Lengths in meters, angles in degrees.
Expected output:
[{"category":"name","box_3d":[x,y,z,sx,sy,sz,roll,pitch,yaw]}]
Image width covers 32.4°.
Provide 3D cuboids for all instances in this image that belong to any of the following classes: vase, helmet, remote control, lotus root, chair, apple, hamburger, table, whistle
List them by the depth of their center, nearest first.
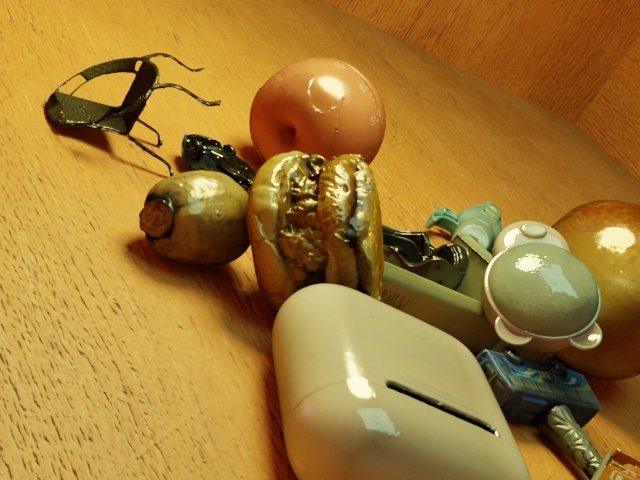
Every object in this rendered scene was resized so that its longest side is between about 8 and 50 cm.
[{"category":"lotus root","box_3d":[-0.146,-0.030,1.457,0.118,0.125,0.221,15,12,36]},{"category":"hamburger","box_3d":[0.000,0.000,1.464,0.163,0.244,0.244,-4,19,7]},{"category":"vase","box_3d":[0.376,0.309,1.548,0.059,0.059,0.167,16,26,-40]},{"category":"chair","box_3d":[-0.285,-0.205,1.633,0.213,0.149,0.174,17,27,-29]},{"category":"remote control","box_3d":[0.156,0.101,1.660,0.310,0.090,0.038,22,34,-27]},{"category":"helmet","box_3d":[0.142,0.047,1.746,0.177,0.107,0.153,19,18,19]},{"category":"table","box_3d":[0.298,0.111,1.801,0.240,0.121,0.111,45,23,29]},{"category":"apple","box_3d":[0.499,0.078,1.907,0.277,0.319,0.319,37,19,28]},{"category":"whistle","box_3d":[0.304,-0.012,2.150,0.186,0.093,0.274,37,23,4]}]

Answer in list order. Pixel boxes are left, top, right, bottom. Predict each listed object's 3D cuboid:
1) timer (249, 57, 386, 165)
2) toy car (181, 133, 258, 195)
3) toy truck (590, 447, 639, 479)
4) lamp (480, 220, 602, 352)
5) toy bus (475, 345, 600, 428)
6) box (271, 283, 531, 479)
[{"category":"timer","box_3d":[-0.004,-0.205,1.927,0.230,0.229,0.215,41,30,20]},{"category":"toy car","box_3d":[-0.139,-0.096,1.709,0.216,0.063,0.103,37,19,28]},{"category":"toy truck","box_3d":[0.337,0.366,1.201,0.207,0.173,0.387,32,16,17]},{"category":"lamp","box_3d":[0.334,0.060,1.671,0.180,0.108,0.246,7,46,-8]},{"category":"toy bus","box_3d":[0.315,0.222,1.627,0.237,0.079,0.094,16,27,-40]},{"category":"box","box_3d":[0.085,0.195,1.251,0.289,0.141,0.349,27,21,-19]}]
